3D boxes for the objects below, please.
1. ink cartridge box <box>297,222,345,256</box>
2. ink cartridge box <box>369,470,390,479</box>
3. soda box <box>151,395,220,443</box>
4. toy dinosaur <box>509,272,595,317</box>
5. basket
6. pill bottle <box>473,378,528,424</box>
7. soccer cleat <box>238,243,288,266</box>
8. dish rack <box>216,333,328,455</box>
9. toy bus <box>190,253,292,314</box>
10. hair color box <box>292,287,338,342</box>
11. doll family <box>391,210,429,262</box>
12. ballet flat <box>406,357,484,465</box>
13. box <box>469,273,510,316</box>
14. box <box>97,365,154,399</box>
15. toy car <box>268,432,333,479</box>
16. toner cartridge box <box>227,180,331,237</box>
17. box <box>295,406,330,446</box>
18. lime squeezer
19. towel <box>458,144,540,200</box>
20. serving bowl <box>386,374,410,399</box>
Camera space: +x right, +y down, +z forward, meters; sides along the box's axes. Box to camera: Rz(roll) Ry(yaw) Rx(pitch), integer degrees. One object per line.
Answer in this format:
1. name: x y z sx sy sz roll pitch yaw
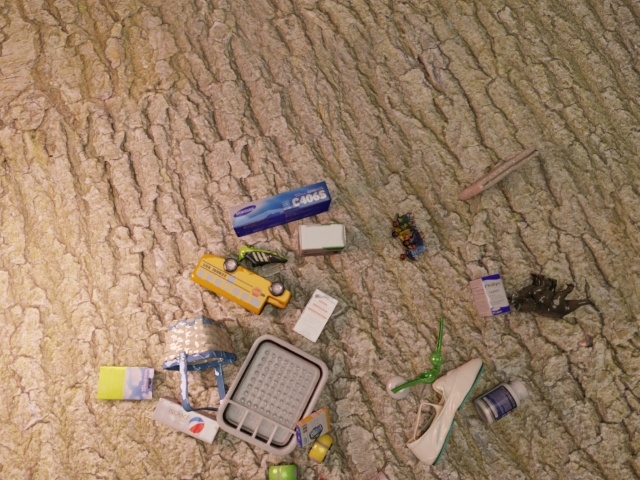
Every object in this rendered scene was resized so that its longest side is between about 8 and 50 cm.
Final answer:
1. ink cartridge box: 0.000 0.000 1.695 0.153 0.208 0.087 -4 82 -4
2. ink cartridge box: 0.194 0.990 1.553 0.308 0.091 0.385 -36 86 -7
3. soda box: -0.436 0.589 1.618 0.216 0.069 0.074 23 79 2
4. toy dinosaur: 0.815 0.212 1.772 0.313 0.121 0.160 17 90 -5
5. basket: -0.380 0.400 1.577 0.201 0.255 0.289 -19 67 7
6. pill bottle: 0.621 0.549 1.684 0.169 0.094 0.094 -27 82 -8
7. soccer cleat: -0.205 0.065 1.748 0.178 0.060 0.072 13 88 5
8. dish rack: -0.157 0.506 1.632 0.285 0.072 0.333 30 78 -10
9. toy bus: -0.267 0.156 1.695 0.332 0.108 0.130 27 79 2
10. hair color box: -0.017 0.263 1.720 0.093 0.053 0.167 30 80 4
11. doll family: 0.318 -0.011 1.787 0.111 0.076 0.193 -27 85 -13
12. ballet flat: 0.415 0.554 1.659 0.139 0.139 0.400 29 82 2
13. box: 0.597 0.195 1.737 0.072 0.126 0.137 -14 80 -5
14. box: -0.645 0.475 1.640 0.178 0.042 0.109 2 79 -4
15. toy car: -0.061 0.758 1.602 0.224 0.053 0.239 -5 67 2
16. toner cartridge box: -0.141 -0.108 1.729 0.347 0.165 0.075 -17 79 -8
17. box: -0.029 0.617 1.617 0.136 0.028 0.081 -17 107 -34
18. lime squeezer: 0.371 0.423 1.710 0.110 0.059 0.310 37 79 2
19. towel: 0.651 -0.247 1.798 0.282 0.187 0.049 -33 87 -10
20. serving bowl: 0.271 0.511 1.703 0.083 0.027 0.083 1 78 -3
